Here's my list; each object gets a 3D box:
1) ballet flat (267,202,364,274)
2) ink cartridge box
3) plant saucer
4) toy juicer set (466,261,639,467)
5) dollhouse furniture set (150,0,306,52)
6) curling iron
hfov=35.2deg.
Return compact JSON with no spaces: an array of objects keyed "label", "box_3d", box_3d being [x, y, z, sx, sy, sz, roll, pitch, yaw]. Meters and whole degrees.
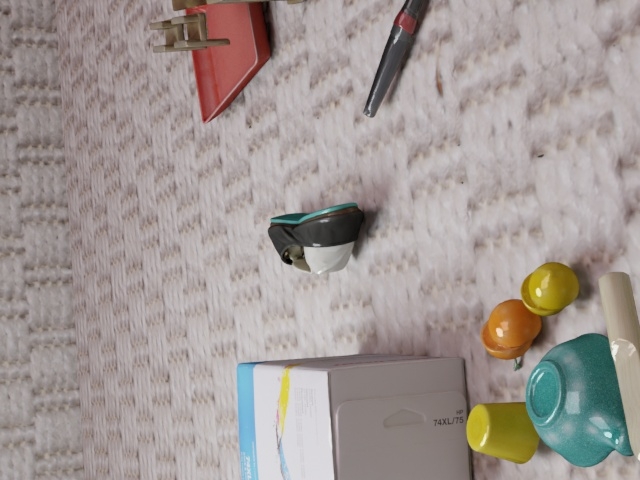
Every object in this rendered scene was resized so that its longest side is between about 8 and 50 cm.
[{"label":"ballet flat","box_3d":[0.000,0.000,1.492,0.280,0.095,0.096,175,84,-71]},{"label":"ink cartridge box","box_3d":[0.037,0.251,1.311,0.270,0.198,0.197,-11,81,62]},{"label":"plant saucer","box_3d":[-0.164,-0.375,1.807,0.259,0.048,0.258,-37,60,57]},{"label":"toy juicer set","box_3d":[0.264,0.122,1.018,0.329,0.090,0.209,153,126,-68]},{"label":"dollhouse furniture set","box_3d":[-0.161,-0.424,1.631,0.242,0.161,0.212,7,105,52]},{"label":"curling iron","box_3d":[0.107,-0.288,1.328,0.068,0.035,0.274,-126,44,-52]}]
